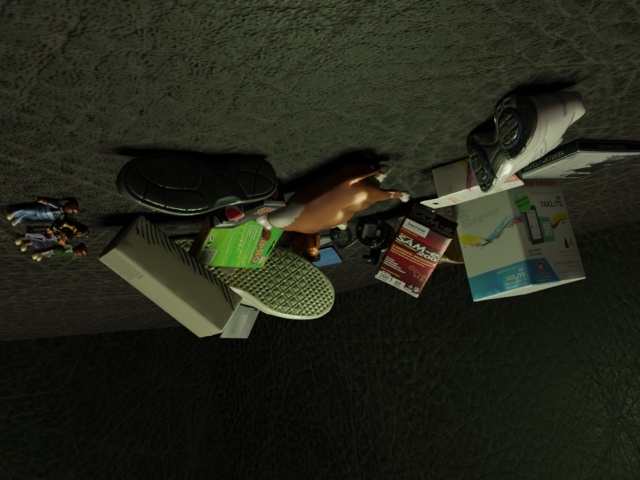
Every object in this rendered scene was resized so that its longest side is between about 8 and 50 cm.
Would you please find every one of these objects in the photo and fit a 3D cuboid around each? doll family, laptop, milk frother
[{"bbox_3d":[-0.463,-0.019,1.155,0.111,0.076,0.193,-5,167,-5],"label":"doll family"},{"bbox_3d":[-0.123,0.190,2.264,0.236,0.407,0.382,22,174,10],"label":"laptop"},{"bbox_3d":[0.114,-0.014,1.776,0.143,0.129,0.135,32,-178,17],"label":"milk frother"}]

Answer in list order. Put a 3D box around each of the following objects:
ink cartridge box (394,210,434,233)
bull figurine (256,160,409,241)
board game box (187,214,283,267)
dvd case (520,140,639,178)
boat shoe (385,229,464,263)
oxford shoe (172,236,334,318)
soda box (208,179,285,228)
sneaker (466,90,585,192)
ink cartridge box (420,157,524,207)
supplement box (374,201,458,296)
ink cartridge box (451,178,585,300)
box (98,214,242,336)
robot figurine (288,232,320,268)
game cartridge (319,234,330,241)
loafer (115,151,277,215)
[{"bbox_3d":[0.272,-0.031,1.885,0.104,0.061,0.181,-11,170,1],"label":"ink cartridge box"},{"bbox_3d":[0.015,-0.073,1.274,0.188,0.101,0.310,-7,172,-44],"label":"bull figurine"},{"bbox_3d":[-0.181,0.001,1.467,0.259,0.039,0.124,10,115,-59],"label":"board game box"},{"bbox_3d":[0.574,-0.177,1.470,0.239,0.029,0.179,-3,168,-33],"label":"dvd case"},{"bbox_3d":[0.371,0.020,2.156,0.342,0.123,0.123,-4,177,-15],"label":"boat shoe"},{"bbox_3d":[-0.181,0.090,1.637,0.450,0.169,0.130,14,166,-16],"label":"oxford shoe"},{"bbox_3d":[-0.144,-0.068,1.260,0.060,0.053,0.169,-1,166,-45],"label":"soda box"},{"bbox_3d":[0.337,-0.160,1.108,0.129,0.111,0.297,-15,172,-10],"label":"sneaker"},{"bbox_3d":[0.307,-0.126,1.367,0.198,0.067,0.115,-17,168,24],"label":"ink cartridge box"},{"bbox_3d":[0.244,0.028,1.702,0.130,0.073,0.239,26,135,5],"label":"supplement box"},{"bbox_3d":[0.477,-0.009,1.616,0.198,0.270,0.197,-4,167,-32],"label":"ink cartridge box"},{"bbox_3d":[-0.302,0.077,1.340,0.275,0.094,0.113,43,147,-20],"label":"box"},{"bbox_3d":[-0.061,0.088,1.855,0.085,0.211,0.291,6,160,-12],"label":"robot figurine"},{"bbox_3d":[0.000,0.000,1.913,0.056,0.017,0.083,-7,170,-37],"label":"game cartridge"},{"bbox_3d":[-0.195,-0.082,1.028,0.268,0.096,0.084,-5,175,-39],"label":"loafer"}]
